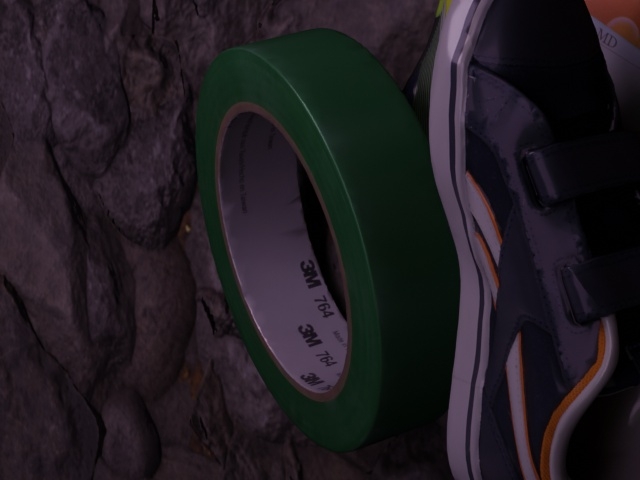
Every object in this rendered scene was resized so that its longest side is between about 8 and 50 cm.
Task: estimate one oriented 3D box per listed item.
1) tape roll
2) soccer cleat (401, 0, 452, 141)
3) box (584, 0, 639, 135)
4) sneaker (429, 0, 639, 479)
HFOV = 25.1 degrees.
[{"bbox_3d":[0.000,0.000,1.110,0.321,0.077,0.321,48,147,48],"label":"tape roll"},{"bbox_3d":[0.131,-0.145,1.065,0.121,0.093,0.289,29,112,16],"label":"soccer cleat"},{"bbox_3d":[0.254,-0.062,0.877,0.215,0.168,0.345,-27,74,43],"label":"box"},{"bbox_3d":[0.143,0.006,0.789,0.127,0.126,0.321,14,114,48],"label":"sneaker"}]
